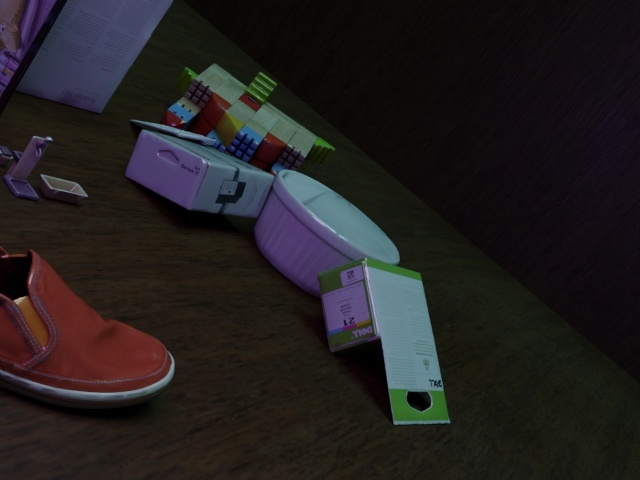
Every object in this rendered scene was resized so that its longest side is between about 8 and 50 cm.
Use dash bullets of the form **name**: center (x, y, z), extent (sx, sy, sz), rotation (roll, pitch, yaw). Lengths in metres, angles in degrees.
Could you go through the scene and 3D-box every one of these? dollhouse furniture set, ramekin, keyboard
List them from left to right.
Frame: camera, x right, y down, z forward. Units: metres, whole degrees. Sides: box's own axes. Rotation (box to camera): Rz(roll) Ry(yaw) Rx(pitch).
- **dollhouse furniture set**: center (-0.357, -0.107, 1.112), extent (0.091, 0.081, 0.114), rotation (46, 17, 30)
- **keyboard**: center (-0.274, -0.202, 1.534), extent (0.072, 0.014, 0.256), rotation (13, 5, -33)
- **ramekin**: center (0.000, 0.000, 1.521), extent (0.273, 0.127, 0.273), rotation (35, 15, -11)

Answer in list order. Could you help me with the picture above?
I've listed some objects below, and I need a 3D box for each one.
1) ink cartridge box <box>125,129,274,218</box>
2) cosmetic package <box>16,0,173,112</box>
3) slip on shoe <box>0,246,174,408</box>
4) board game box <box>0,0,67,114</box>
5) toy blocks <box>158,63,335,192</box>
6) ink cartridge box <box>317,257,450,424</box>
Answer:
- **ink cartridge box**: center (-0.200, -0.109, 1.411), extent (0.153, 0.087, 0.208), rotation (27, 9, 26)
- **cosmetic package**: center (-0.435, -0.376, 1.357), extent (0.097, 0.284, 0.377), rotation (42, 15, 23)
- **slip on shoe**: center (-0.267, 0.066, 0.762), extent (0.331, 0.101, 0.123), rotation (29, 15, -33)
- **board game box**: center (-0.451, -0.351, 1.121), extent (0.208, 0.347, 0.056), rotation (35, 17, -4)
- **toy blocks**: center (-0.171, -0.228, 1.796), extent (0.381, 0.191, 0.261), rotation (35, 26, -6)
- **ink cartridge box**: center (0.102, 0.171, 1.333), extent (0.188, 0.097, 0.255), rotation (17, 59, -54)
